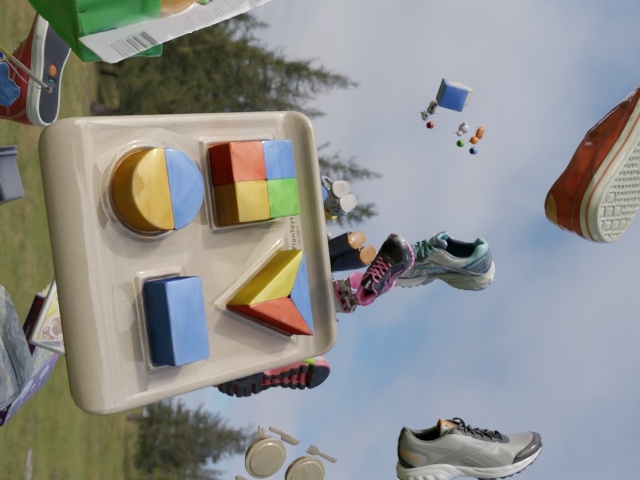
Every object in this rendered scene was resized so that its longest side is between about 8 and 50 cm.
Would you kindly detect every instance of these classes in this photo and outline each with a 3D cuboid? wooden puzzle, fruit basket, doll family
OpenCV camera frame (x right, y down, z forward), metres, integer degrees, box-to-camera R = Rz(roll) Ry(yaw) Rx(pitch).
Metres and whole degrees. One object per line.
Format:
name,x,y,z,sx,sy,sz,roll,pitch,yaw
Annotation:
wooden puzzle,-0.127,0.011,0.981,0.080,0.348,0.322,-1,-84,53
fruit basket,-0.231,-0.387,1.170,0.327,0.353,0.165,45,-37,22
doll family,0.000,0.000,1.295,0.163,0.118,0.262,-16,-79,48

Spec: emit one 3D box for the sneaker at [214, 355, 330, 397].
sneaker,-0.139,0.293,2.058,0.136,0.314,0.116,-106,-158,-46

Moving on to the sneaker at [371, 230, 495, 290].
sneaker,0.244,0.029,1.882,0.110,0.283,0.122,-76,162,-47

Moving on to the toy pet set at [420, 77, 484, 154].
toy pet set,0.236,-0.227,1.533,0.122,0.065,0.114,36,-57,33

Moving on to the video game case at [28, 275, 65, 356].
video game case,-0.341,0.100,1.395,0.026,0.206,0.226,-26,-137,54

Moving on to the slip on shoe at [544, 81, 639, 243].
slip on shoe,0.402,-0.133,1.117,0.101,0.123,0.331,13,-123,48

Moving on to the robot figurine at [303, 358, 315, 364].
robot figurine,-0.034,0.225,1.896,0.115,0.067,0.101,101,-2,-68

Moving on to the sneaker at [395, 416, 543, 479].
sneaker,0.269,0.372,1.528,0.100,0.272,0.108,-130,-146,-82

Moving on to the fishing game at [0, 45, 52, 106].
fishing game,-0.559,-0.273,1.315,0.189,0.264,0.041,43,53,-48

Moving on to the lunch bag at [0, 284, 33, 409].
lunch bag,-0.638,0.209,1.347,0.256,0.305,0.212,-105,-177,-75

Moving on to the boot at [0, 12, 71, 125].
boot,-0.557,-0.335,1.545,0.088,0.176,0.244,25,74,-71

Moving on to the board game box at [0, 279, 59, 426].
board game box,-0.592,0.213,1.805,0.346,0.056,0.208,-60,-176,25

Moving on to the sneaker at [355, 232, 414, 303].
sneaker,0.076,0.040,1.059,0.047,0.057,0.119,43,-38,18

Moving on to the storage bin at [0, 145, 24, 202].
storage bin,-0.590,-0.101,1.480,0.098,0.135,0.091,-26,98,-67

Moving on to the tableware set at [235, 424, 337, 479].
tableware set,-0.073,0.439,1.660,0.128,0.194,0.039,-55,-147,-1
